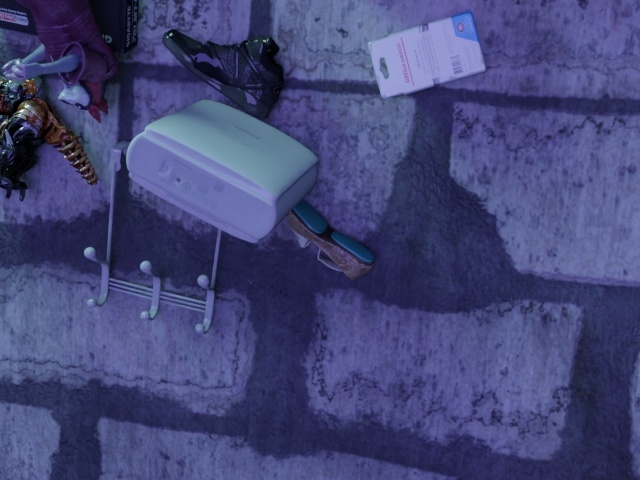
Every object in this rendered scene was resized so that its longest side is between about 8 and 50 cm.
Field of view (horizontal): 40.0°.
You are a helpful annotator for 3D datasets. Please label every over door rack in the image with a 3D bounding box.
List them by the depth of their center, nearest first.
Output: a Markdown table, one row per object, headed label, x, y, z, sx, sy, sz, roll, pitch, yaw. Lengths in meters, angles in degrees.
| label | x | y | z | sx | sy | sz | roll | pitch | yaw |
| --- | --- | --- | --- | --- | --- | --- | --- | --- | --- |
| over door rack | -0.297 | -0.003 | 1.611 | 0.239 | 0.108 | 0.324 | 13 | 102 | 7 |

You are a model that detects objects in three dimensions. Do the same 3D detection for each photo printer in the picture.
| label | x | y | z | sx | sy | sz | roll | pitch | yaw |
| --- | --- | --- | --- | --- | --- | --- | --- | --- | --- |
| photo printer | -0.143 | -0.128 | 1.455 | 0.256 | 0.307 | 0.107 | 28 | 113 | 5 |

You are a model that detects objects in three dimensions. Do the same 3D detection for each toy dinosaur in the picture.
| label | x | y | z | sx | sy | sz | roll | pitch | yaw |
| --- | --- | --- | --- | --- | --- | --- | --- | --- | --- |
| toy dinosaur | -0.556 | -0.199 | 1.612 | 0.322 | 0.164 | 0.218 | 33 | 88 | 25 |

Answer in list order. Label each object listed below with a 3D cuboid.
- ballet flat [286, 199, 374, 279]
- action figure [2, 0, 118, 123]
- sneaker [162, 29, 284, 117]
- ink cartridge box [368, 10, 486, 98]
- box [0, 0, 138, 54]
| label | x | y | z | sx | sy | sz | roll | pitch | yaw |
| --- | --- | --- | --- | --- | --- | --- | --- | --- | --- |
| ballet flat | 0.000 | 0.000 | 1.577 | 0.206 | 0.073 | 0.067 | 39 | 119 | 6 |
| action figure | -0.427 | -0.375 | 1.483 | 0.275 | 0.248 | 0.370 | -34 | 128 | -15 |
| sneaker | -0.160 | -0.326 | 1.540 | 0.227 | 0.087 | 0.130 | 33 | 102 | 0 |
| ink cartridge box | 0.181 | -0.311 | 1.489 | 0.180 | 0.060 | 0.104 | -14 | 98 | 13 |
| box | -0.461 | -0.499 | 1.534 | 0.295 | 0.073 | 0.293 | 15 | 119 | 9 |
